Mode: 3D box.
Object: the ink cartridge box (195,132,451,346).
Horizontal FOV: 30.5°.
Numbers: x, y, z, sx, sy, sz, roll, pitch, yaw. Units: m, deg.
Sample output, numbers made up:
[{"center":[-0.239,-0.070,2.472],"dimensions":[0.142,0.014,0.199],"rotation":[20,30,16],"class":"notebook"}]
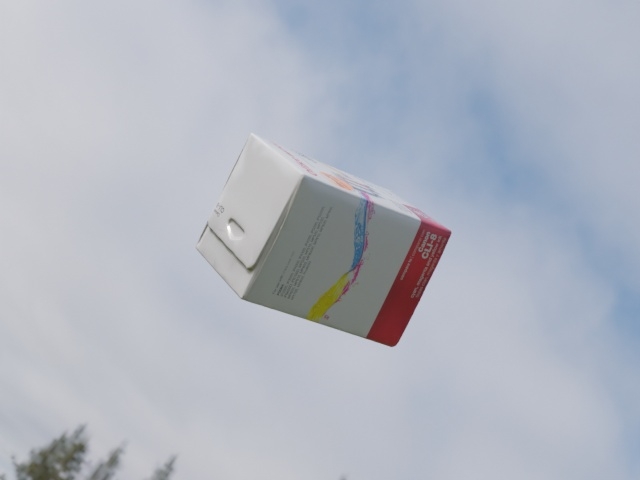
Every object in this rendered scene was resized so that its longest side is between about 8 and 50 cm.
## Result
[{"center":[0.000,0.000,1.091],"dimensions":[0.176,0.127,0.128],"rotation":[19,12,-33],"class":"ink cartridge box"}]
